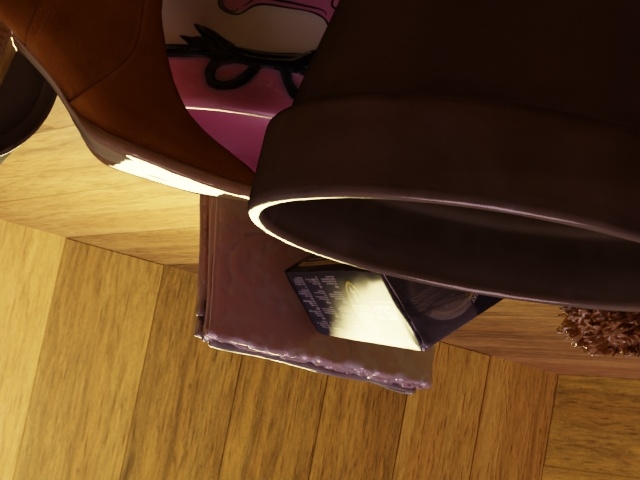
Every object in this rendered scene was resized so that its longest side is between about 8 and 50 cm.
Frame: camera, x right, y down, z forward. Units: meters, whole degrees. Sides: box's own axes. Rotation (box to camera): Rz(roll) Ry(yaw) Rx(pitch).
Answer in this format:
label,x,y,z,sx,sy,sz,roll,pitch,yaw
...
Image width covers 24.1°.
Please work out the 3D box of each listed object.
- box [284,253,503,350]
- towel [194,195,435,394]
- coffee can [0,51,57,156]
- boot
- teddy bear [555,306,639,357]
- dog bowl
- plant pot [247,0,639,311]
label,x,y,z,sx,sy,sz,roll,pitch,yaw
box,0.154,-0.015,1.512,0.318,0.097,0.395,-30,-175,-13
towel,0.000,0.000,1.745,0.332,0.317,0.053,17,154,-34
coffee can,-0.394,-0.161,1.570,0.201,0.201,0.275,14,170,-18
boot,-0.149,-0.169,1.194,0.295,0.211,0.104,23,170,-8
teddy bear,0.320,0.023,1.309,0.245,0.113,0.338,-9,-166,6
dog bowl,-0.029,-0.146,1.416,0.408,0.150,0.408,10,170,2
plant pot,0.135,-0.119,0.987,0.323,0.280,0.323,11,170,2
